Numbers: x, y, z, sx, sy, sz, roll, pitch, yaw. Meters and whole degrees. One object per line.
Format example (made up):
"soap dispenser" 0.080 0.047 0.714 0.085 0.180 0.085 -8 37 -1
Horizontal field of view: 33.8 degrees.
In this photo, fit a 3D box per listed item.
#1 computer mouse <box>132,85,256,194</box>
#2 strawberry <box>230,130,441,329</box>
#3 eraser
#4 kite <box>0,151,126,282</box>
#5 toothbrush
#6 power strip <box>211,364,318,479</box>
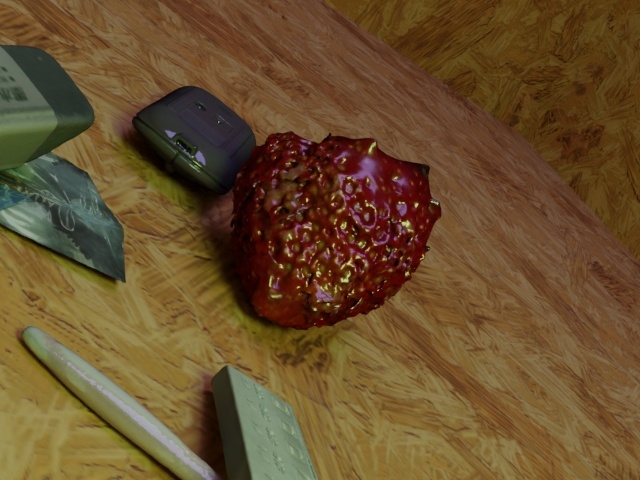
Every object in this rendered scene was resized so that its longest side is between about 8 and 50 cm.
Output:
"computer mouse" -0.127 -0.104 1.085 0.120 0.057 0.232 38 15 -7
"strawberry" 0.000 0.000 0.943 0.187 0.184 0.202 40 46 -17
"eraser" -0.280 -0.083 0.672 0.089 0.061 0.352 49 24 11
"kite" -0.276 -0.069 0.779 0.310 0.015 0.169 30 19 -32
"toothbrush" -0.068 0.155 0.650 0.307 0.030 0.025 39 14 3
"power strip" -0.033 0.143 0.660 0.060 0.027 0.253 36 7 -18
